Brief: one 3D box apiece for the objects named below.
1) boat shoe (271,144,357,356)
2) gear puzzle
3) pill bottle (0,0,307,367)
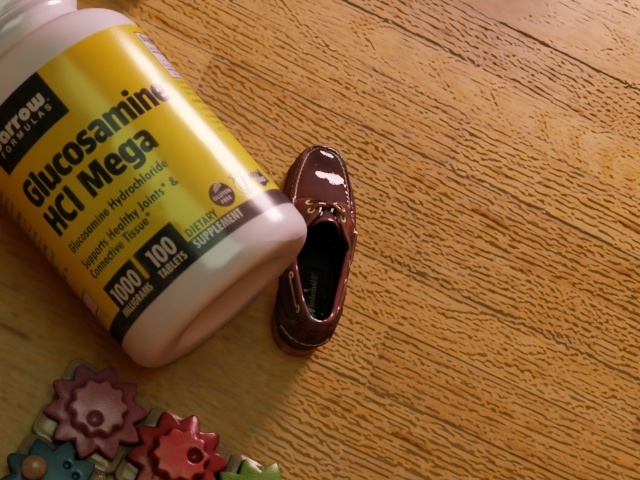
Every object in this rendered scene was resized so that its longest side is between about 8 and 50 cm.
[{"bbox_3d":[0.000,0.000,1.609,0.073,0.073,0.207,9,61,-13],"label":"boat shoe"},{"bbox_3d":[-0.097,0.239,1.474,0.339,0.044,0.175,31,59,-2],"label":"gear puzzle"},{"bbox_3d":[-0.183,-0.072,1.515,0.188,0.188,0.334,-37,80,-29],"label":"pill bottle"}]
